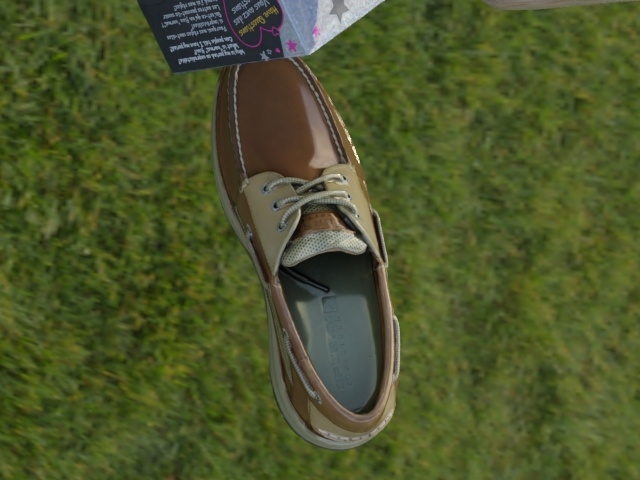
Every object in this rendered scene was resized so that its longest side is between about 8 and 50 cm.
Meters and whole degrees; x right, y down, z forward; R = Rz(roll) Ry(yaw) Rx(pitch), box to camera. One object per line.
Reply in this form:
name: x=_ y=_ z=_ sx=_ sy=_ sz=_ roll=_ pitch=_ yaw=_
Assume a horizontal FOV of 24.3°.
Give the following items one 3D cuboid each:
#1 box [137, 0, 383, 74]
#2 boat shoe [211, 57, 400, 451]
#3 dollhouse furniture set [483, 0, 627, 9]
box: x=-0.006 y=-0.242 z=1.091 sx=0.247 sy=0.163 sz=0.142 roll=-42 pitch=117 yaw=-34
boat shoe: x=0.000 y=0.000 z=1.159 sx=0.122 sy=0.120 sz=0.324 roll=-14 pitch=83 yaw=-13
dollhouse furniture set: x=0.069 y=-0.378 z=0.977 sx=0.362 sy=0.256 sz=0.394 roll=19 pitch=71 yaw=-67
